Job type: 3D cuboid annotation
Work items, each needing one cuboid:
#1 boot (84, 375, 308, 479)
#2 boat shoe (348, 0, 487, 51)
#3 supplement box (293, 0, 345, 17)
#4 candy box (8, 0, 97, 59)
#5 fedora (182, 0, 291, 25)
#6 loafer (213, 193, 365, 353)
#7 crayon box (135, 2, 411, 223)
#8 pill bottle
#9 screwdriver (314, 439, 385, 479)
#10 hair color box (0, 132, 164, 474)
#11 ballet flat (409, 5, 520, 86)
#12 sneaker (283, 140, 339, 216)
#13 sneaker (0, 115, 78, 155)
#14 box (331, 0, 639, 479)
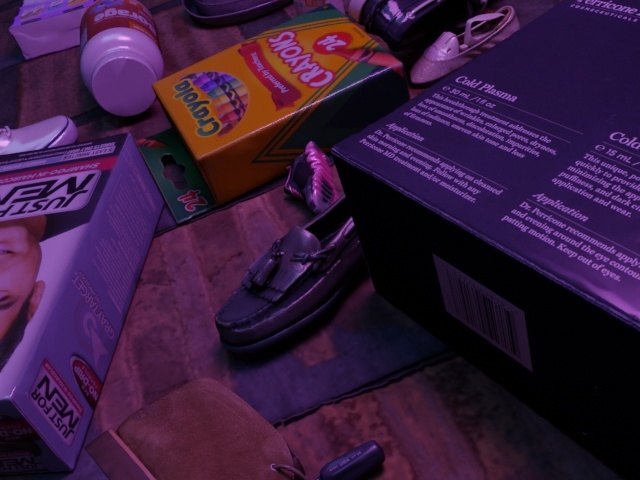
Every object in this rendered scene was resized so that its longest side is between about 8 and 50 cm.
[{"bbox_3d":[-0.039,0.191,0.524,0.115,0.112,0.305,-38,45,-23],"label":"boot"},{"bbox_3d":[0.168,-0.321,1.053,0.303,0.114,0.091,-29,71,-33],"label":"boat shoe"},{"bbox_3d":[0.003,-0.307,1.105,0.062,0.098,0.036,17,47,37],"label":"supplement box"},{"bbox_3d":[-0.470,-0.431,1.457,0.165,0.070,0.196,-13,40,7],"label":"candy box"},{"bbox_3d":[-0.127,-0.488,1.347,0.275,0.124,0.244,-37,43,-21],"label":"fedora"},{"bbox_3d":[0.000,0.000,0.753,0.267,0.084,0.096,-36,33,-22],"label":"loafer"},{"bbox_3d":[-0.075,-0.167,0.973,0.319,0.081,0.202,-28,45,-9],"label":"crayon box"},{"bbox_3d":[-0.298,-0.276,1.168,0.121,0.121,0.216,-20,39,-2],"label":"pill bottle"},{"bbox_3d":[-0.024,0.203,0.587,0.170,0.024,0.025,-33,70,-8],"label":"screwdriver"},{"bbox_3d":[-0.302,0.050,0.794,0.186,0.113,0.374,-8,41,12],"label":"hair color box"},{"bbox_3d":[0.183,-0.258,1.014,0.168,0.052,0.057,-28,41,-12],"label":"ballet flat"},{"bbox_3d":[-0.015,-0.060,0.876,0.057,0.047,0.119,-30,34,17],"label":"sneaker"},{"bbox_3d":[-0.467,-0.121,1.075,0.258,0.091,0.094,-27,40,-10],"label":"sneaker"},{"bbox_3d":[0.244,-0.027,0.621,0.313,0.179,0.343,-35,42,-17],"label":"box"}]
